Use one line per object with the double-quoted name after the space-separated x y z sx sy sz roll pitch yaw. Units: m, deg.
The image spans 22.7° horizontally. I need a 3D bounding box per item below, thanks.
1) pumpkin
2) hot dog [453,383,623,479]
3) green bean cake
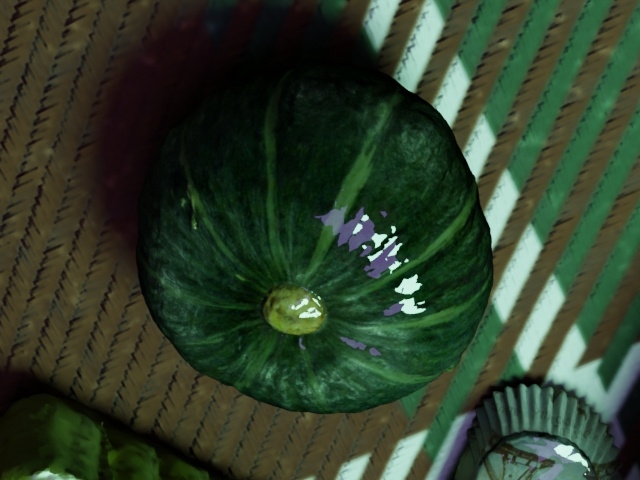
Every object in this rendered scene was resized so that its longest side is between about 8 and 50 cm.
-0.002 0.000 0.906 0.211 0.152 0.212 6 132 6 "pumpkin"
0.128 0.213 1.084 0.131 0.069 0.253 14 114 -2 "hot dog"
-0.150 0.233 1.034 0.236 0.124 0.233 30 111 -20 "green bean cake"
